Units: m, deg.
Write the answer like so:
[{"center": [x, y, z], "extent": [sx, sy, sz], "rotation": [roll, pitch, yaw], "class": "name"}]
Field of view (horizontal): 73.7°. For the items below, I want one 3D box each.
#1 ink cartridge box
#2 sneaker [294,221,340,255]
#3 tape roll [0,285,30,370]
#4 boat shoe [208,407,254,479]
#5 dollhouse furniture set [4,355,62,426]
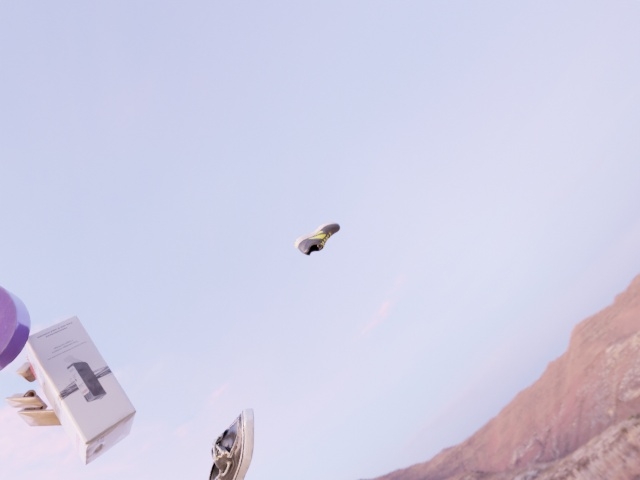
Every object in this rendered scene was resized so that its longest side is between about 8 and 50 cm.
[{"center": [-0.547, 0.342, 0.975], "extent": [0.114, 0.273, 0.197], "rotation": [-27, -20, -41], "class": "ink cartridge box"}, {"center": [0.000, 0.000, 0.708], "extent": [0.083, 0.035, 0.031], "rotation": [-29, -36, -12], "class": "sneaker"}, {"center": [-0.676, 0.170, 0.817], "extent": [0.189, 0.189, 0.080], "rotation": [-25, -12, -22], "class": "tape roll"}, {"center": [-0.173, 0.407, 0.818], "extent": [0.070, 0.078, 0.219], "rotation": [9, -62, -17], "class": "boat shoe"}, {"center": [-0.694, 0.369, 1.105], "extent": [0.123, 0.151, 0.144], "rotation": [-8, -59, 17], "class": "dollhouse furniture set"}]
